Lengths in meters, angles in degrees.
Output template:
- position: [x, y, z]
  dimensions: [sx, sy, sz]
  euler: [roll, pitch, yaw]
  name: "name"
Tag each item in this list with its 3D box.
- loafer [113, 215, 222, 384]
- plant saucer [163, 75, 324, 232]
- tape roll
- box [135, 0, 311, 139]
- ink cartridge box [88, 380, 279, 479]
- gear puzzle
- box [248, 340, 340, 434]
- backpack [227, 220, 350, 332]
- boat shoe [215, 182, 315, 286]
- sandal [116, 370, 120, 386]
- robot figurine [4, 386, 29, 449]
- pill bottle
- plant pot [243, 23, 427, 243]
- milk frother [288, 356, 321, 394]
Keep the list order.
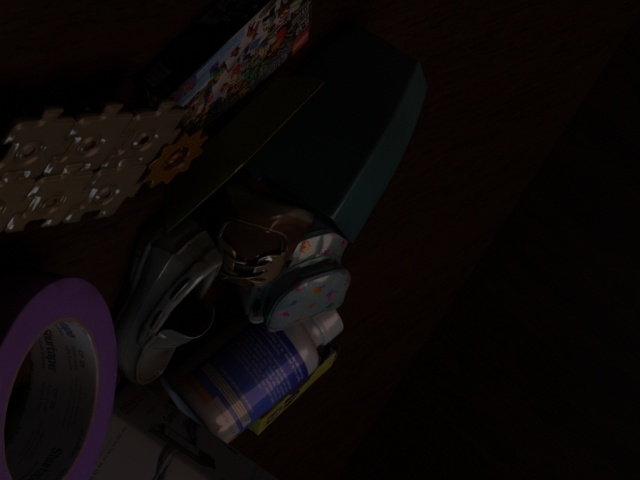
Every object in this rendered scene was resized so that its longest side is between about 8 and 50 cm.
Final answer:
- position: [-0.198, 0.096, 1.846]
  dimensions: [0.112, 0.111, 0.319]
  euler: [-40, 161, -36]
  name: "loafer"
- position: [-0.102, -0.112, 1.655]
  dimensions: [0.188, 0.045, 0.188]
  euler: [-36, -170, 50]
  name: "plant saucer"
- position: [-0.317, 0.166, 1.485]
  dimensions: [0.275, 0.090, 0.274]
  euler: [10, 90, -71]
  name: "tape roll"
- position: [-0.101, -0.201, 1.565]
  dimensions: [0.233, 0.044, 0.159]
  euler: [-46, 164, -17]
  name: "box"
- position: [-0.205, 0.329, 1.993]
  dimensions: [0.114, 0.273, 0.198]
  euler: [-55, 180, 7]
  name: "ink cartridge box"
- position: [-0.225, -0.087, 1.410]
  dimensions: [0.339, 0.044, 0.175]
  euler: [-13, 147, -55]
  name: "gear puzzle"
- position: [-0.069, 0.255, 2.644]
  dimensions: [0.232, 0.087, 0.058]
  euler: [-39, 159, -34]
  name: "box"
- position: [-0.040, 0.033, 2.081]
  dimensions: [0.166, 0.144, 0.188]
  euler: [-18, 141, -24]
  name: "backpack"
- position: [-0.080, 0.005, 1.834]
  dimensions: [0.324, 0.123, 0.116]
  euler: [87, 21, -82]
  name: "boat shoe"
- position: [-0.322, 0.224, 1.905]
  dimensions: [0.180, 0.049, 0.072]
  euler: [-30, 154, -53]
  name: "sandal"
- position: [-0.358, 0.230, 1.780]
  dimensions: [0.115, 0.067, 0.101]
  euler: [-41, 132, -30]
  name: "robot figurine"
- position: [-0.100, 0.181, 2.194]
  dimensions: [0.272, 0.152, 0.152]
  euler: [-38, 162, -15]
  name: "pill bottle"
- position: [0.030, -0.148, 1.856]
  dimensions: [0.234, 0.166, 0.165]
  euler: [-55, 165, -3]
  name: "plant pot"
- position: [-0.092, 0.192, 2.330]
  dimensions: [0.143, 0.135, 0.129]
  euler: [-44, 162, -26]
  name: "milk frother"
